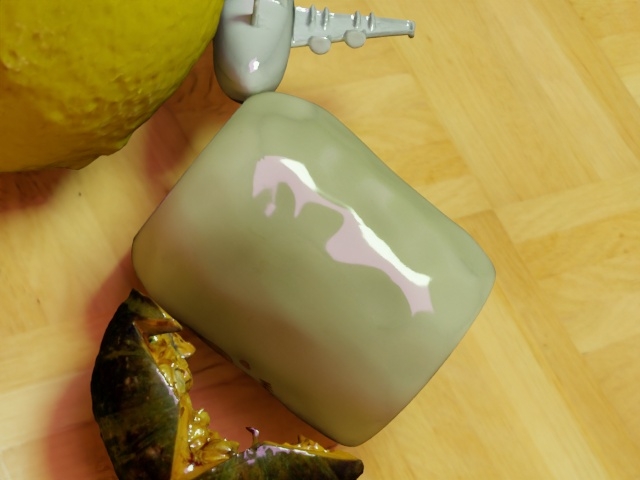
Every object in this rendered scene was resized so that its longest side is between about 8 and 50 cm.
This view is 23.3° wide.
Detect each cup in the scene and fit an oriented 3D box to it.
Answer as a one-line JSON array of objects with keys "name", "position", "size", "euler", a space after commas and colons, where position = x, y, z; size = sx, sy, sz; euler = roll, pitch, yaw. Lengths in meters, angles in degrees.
[{"name": "cup", "position": [0.009, -0.009, 1.070], "size": [0.202, 0.173, 0.255], "euler": [40, 46, -4]}]

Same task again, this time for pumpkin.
[{"name": "pumpkin", "position": [-0.076, 0.124, 0.961], "size": [0.183, 0.119, 0.107], "euler": [39, 82, 4]}]

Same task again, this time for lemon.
[{"name": "lemon", "position": [-0.181, -0.170, 1.006], "size": [0.233, 0.288, 0.233], "euler": [39, 9, -8]}]

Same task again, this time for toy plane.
[{"name": "toy plane", "position": [-0.049, -0.173, 1.149], "size": [0.251, 0.101, 0.255], "euler": [6, 24, -3]}]
